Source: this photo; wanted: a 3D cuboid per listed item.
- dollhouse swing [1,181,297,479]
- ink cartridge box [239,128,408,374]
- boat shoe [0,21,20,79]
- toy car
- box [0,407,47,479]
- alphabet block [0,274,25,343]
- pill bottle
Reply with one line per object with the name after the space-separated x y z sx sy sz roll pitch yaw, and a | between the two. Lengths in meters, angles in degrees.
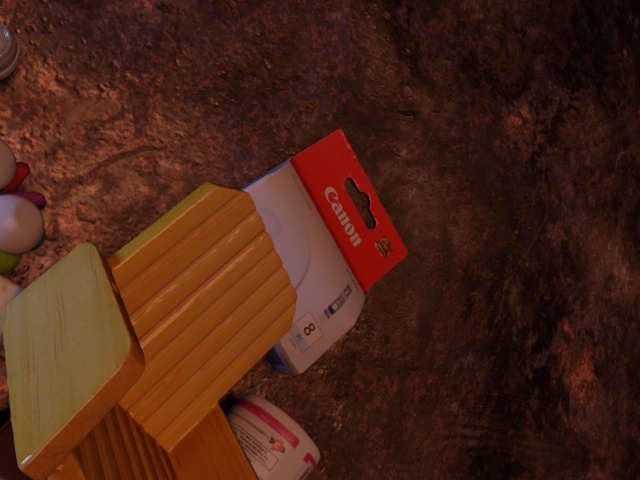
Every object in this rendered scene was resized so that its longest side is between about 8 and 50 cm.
-0.123 0.154 0.655 0.305 0.315 0.346 -32 131 -13 | dollhouse swing
0.000 0.000 0.991 0.385 0.091 0.308 -37 104 -30 | ink cartridge box
-0.541 -0.294 0.664 0.320 0.103 0.118 23 72 -29 | boat shoe
-0.423 -0.048 0.704 0.182 0.159 0.136 68 21 -7 | toy car
-0.399 0.375 0.573 0.191 0.143 0.381 53 38 -14 | box
-0.471 0.098 0.591 0.197 0.193 0.192 39 51 -23 | alphabet block
-0.144 0.382 0.805 0.283 0.160 0.160 -47 109 -28 | pill bottle
